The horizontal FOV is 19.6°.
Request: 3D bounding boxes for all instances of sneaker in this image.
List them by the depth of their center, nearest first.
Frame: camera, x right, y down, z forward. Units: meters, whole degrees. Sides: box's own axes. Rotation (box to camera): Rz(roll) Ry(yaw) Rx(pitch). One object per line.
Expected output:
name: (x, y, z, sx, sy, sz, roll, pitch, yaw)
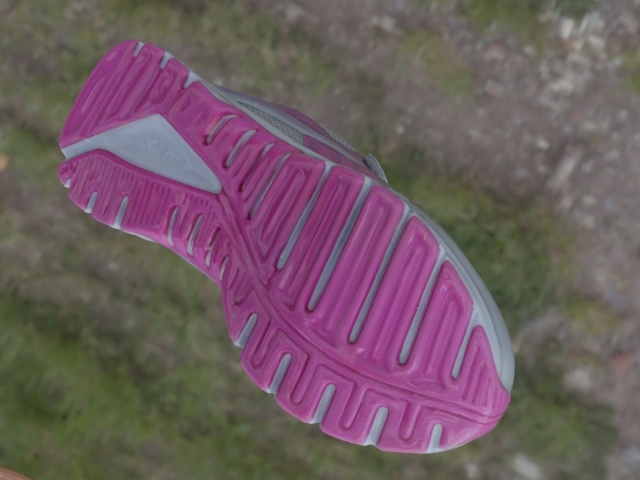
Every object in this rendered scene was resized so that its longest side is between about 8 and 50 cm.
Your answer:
sneaker: (0.000, 0.000, 0.820, 0.252, 0.103, 0.111, 43, -162, 31)

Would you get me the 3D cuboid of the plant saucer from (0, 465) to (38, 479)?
plant saucer: (-0.066, 0.080, 0.343, 0.083, 0.083, 0.013, 36, 133, -13)
